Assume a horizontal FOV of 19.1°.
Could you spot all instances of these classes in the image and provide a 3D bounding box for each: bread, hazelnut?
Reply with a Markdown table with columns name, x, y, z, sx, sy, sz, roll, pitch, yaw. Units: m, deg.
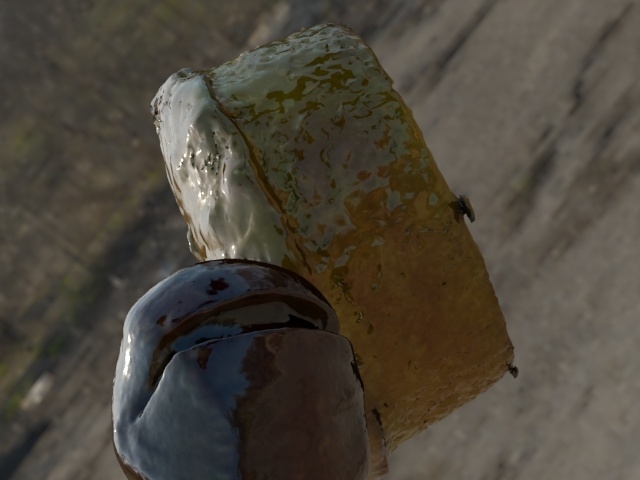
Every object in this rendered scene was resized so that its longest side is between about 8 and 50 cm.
| name | x | y | z | sx | sy | sz | roll | pitch | yaw |
| --- | --- | --- | --- | --- | --- | --- | --- | --- | --- |
| bread | 0.000 | 0.000 | 1.605 | 0.215 | 0.398 | 0.398 | -26 | 11 | -2 |
| hazelnut | -0.051 | 0.118 | 1.274 | 0.178 | 0.178 | 0.204 | -47 | 54 | 25 |
